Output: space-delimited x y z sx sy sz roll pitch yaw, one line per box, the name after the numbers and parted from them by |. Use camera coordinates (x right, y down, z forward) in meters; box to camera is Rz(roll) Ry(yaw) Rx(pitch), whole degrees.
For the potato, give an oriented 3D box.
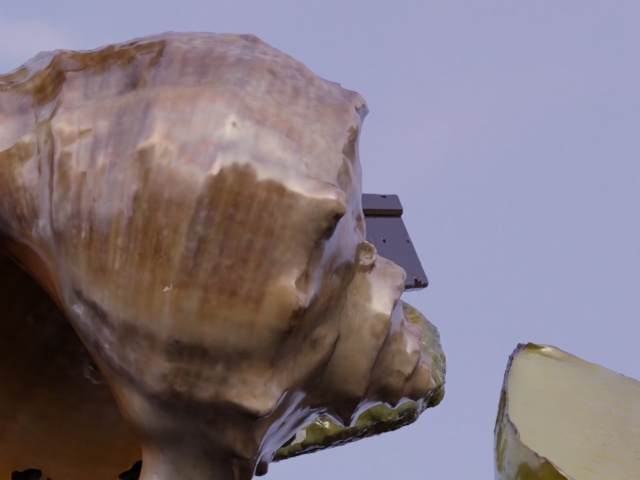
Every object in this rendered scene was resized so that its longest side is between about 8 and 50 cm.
0.180 0.166 0.902 0.160 0.271 0.111 20 -77 3 | potato

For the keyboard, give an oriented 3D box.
0.000 0.000 1.096 0.018 0.100 0.310 -25 -12 28 | keyboard

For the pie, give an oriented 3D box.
-0.014 0.128 1.185 0.277 0.277 0.078 -11 -69 15 | pie

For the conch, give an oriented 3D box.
-0.120 0.036 0.647 0.352 0.297 0.210 19 -5 27 | conch
